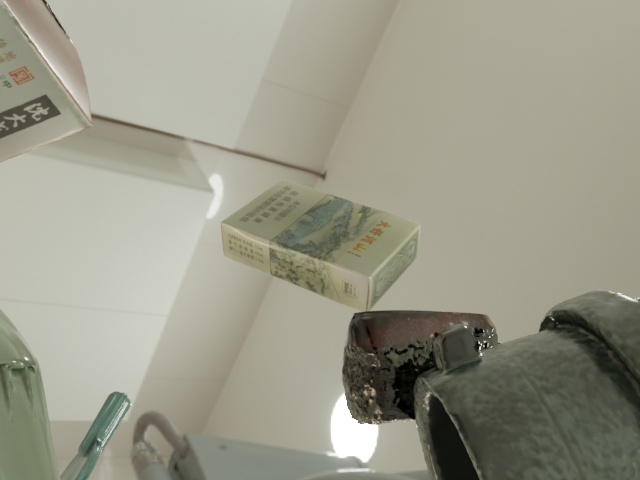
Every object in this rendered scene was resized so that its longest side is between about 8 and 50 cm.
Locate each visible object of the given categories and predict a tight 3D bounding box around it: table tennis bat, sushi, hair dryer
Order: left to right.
[{"bbox_3d":[-0.230,0.184,0.403,0.229,0.092,0.267,33,-81,31],"label":"hair dryer"},{"bbox_3d":[-0.347,0.325,0.974,0.149,0.038,0.237,-39,-160,46],"label":"table tennis bat"},{"bbox_3d":[0.124,0.153,0.816,0.136,0.225,0.126,-16,-108,49],"label":"sushi"}]

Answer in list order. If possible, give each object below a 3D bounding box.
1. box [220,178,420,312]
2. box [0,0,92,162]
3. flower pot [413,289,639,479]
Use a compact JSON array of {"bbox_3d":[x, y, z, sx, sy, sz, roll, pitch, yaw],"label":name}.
[{"bbox_3d":[0.000,0.000,1.014,0.256,0.164,0.069,20,-51,26],"label":"box"},{"bbox_3d":[-0.447,-0.170,0.539,0.345,0.385,0.122,71,-2,-59],"label":"box"},{"bbox_3d":[0.251,0.189,0.639,0.299,0.282,0.299,164,-90,-85],"label":"flower pot"}]
